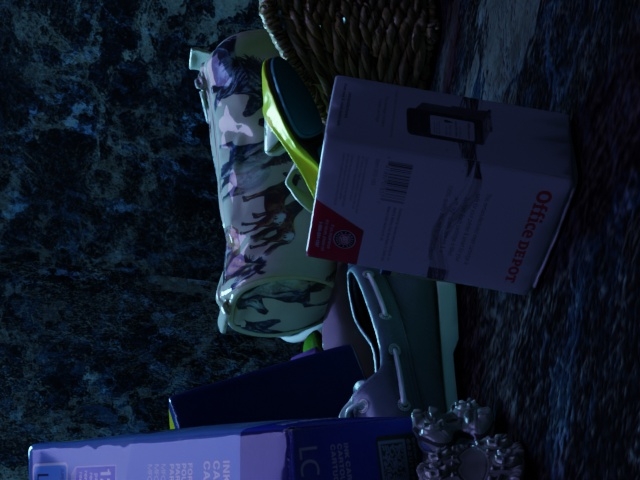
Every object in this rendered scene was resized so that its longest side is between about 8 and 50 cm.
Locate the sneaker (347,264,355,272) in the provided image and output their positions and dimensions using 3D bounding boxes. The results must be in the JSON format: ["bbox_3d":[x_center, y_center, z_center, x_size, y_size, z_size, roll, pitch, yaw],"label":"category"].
[{"bbox_3d":[0.071,-0.010,1.159,0.235,0.094,0.153,-124,49,-70],"label":"sneaker"}]

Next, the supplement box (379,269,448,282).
[{"bbox_3d":[0.094,-0.016,0.856,0.056,0.083,0.083,102,174,-58],"label":"supplement box"}]

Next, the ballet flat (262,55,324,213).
[{"bbox_3d":[-0.022,-0.104,1.259,0.077,0.231,0.077,-36,-8,30],"label":"ballet flat"}]

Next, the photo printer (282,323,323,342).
[{"bbox_3d":[0.000,0.000,1.575,0.256,0.107,0.307,152,137,-68],"label":"photo printer"}]

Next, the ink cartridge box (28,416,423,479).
[{"bbox_3d":[-0.056,0.275,0.817,0.396,0.151,0.269,-13,77,41],"label":"ink cartridge box"}]

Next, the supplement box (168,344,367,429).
[{"bbox_3d":[-0.042,0.284,1.157,0.356,0.194,0.195,102,150,-63],"label":"supplement box"}]

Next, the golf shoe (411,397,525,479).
[{"bbox_3d":[0.100,0.166,0.699,0.176,0.069,0.086,-67,-33,-81],"label":"golf shoe"}]

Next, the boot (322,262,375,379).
[{"bbox_3d":[0.071,0.070,1.280,0.115,0.112,0.305,41,-136,-56],"label":"boot"}]

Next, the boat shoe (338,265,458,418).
[{"bbox_3d":[0.063,0.148,0.914,0.116,0.099,0.319,102,174,-53],"label":"boat shoe"}]

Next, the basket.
[{"bbox_3d":[0.026,-0.272,1.420,0.299,0.223,0.213,-88,6,-50],"label":"basket"}]

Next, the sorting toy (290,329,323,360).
[{"bbox_3d":[-0.027,0.199,1.400,0.365,0.126,0.127,43,-158,-79],"label":"sorting toy"}]

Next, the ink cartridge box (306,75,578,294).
[{"bbox_3d":[0.073,-0.033,0.675,0.109,0.151,0.063,100,179,-47],"label":"ink cartridge box"}]

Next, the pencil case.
[{"bbox_3d":[-0.070,-0.077,1.409,0.160,0.184,0.410,95,170,-63],"label":"pencil case"}]
